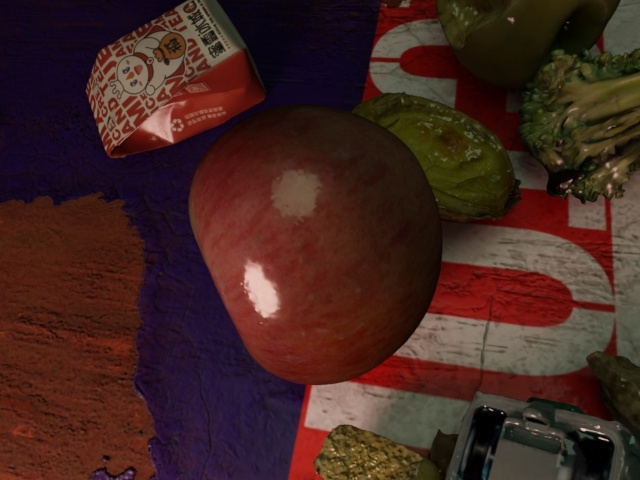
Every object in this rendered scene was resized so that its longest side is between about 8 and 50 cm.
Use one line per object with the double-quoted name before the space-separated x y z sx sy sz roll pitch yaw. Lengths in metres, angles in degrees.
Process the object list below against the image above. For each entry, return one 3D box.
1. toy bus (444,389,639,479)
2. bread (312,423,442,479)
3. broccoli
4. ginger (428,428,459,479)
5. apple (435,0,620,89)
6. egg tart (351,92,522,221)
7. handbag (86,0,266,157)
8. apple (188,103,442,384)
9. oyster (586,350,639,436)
"toy bus" 0.213 0.343 0.520 0.184 0.199 0.343 0 58 50
"bread" 0.075 0.284 0.617 0.156 0.125 0.086 0 51 47
"broccoli" 0.415 -0.159 0.717 0.263 0.243 0.247 30 87 0
"ginger" 0.159 0.260 0.669 0.097 0.030 0.048 -45 94 -11
"apple" 0.322 -0.385 0.836 0.279 0.279 0.279 -3 64 7
"egg tart" 0.162 -0.116 0.794 0.279 0.095 0.278 11 47 -12
"handbag" -0.266 -0.272 0.929 0.298 0.151 0.171 -30 69 -3
"apple" 0.000 0.000 0.651 0.269 0.344 0.344 -25 63 -8
"oyster" 0.461 0.240 0.586 0.166 0.110 0.341 -40 78 -5
